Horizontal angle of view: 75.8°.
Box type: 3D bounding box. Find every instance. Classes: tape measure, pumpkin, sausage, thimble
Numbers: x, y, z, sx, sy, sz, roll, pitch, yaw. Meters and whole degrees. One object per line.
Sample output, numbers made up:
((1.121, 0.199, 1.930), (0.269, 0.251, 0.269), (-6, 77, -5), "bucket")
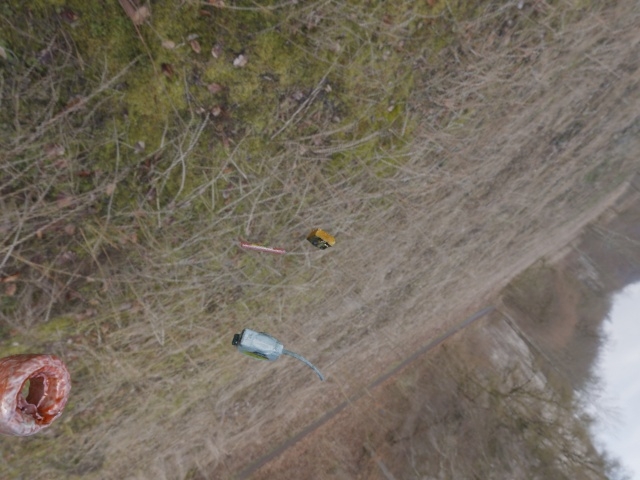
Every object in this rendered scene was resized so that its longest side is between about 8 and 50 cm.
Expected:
((-0.129, 0.374, 1.365), (0.164, 0.331, 0.084), (-24, -136, 60), "tape measure")
((0.000, 0.000, 1.467), (0.074, 0.083, 0.053), (-31, -150, 57), "pumpkin")
((-0.267, 0.036, 1.904), (0.223, 0.029, 0.029), (10, 147, -5), "sausage")
((-0.901, 0.465, 1.253), (0.162, 0.238, 0.239), (-5, 166, 15), "thimble")
